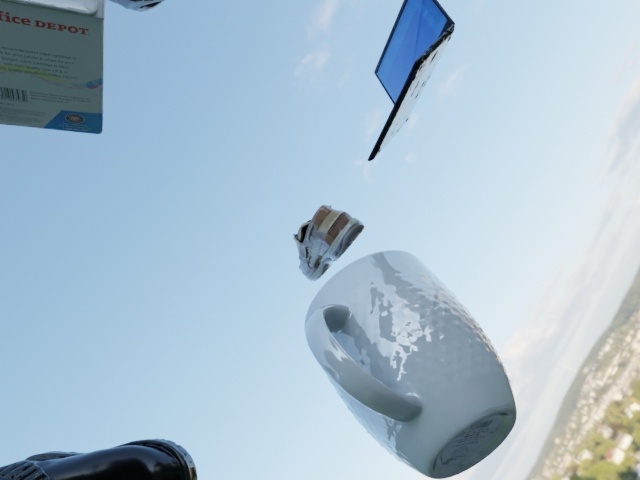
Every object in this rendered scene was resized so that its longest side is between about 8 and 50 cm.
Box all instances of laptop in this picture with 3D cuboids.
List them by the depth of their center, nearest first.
[{"bbox_3d":[0.139,-0.328,1.002,0.264,0.137,0.234,-50,-10,-37],"label":"laptop"}]

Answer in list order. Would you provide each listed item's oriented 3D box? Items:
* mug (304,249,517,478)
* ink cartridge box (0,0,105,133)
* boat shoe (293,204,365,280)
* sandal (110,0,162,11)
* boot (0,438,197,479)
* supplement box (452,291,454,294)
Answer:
[{"bbox_3d":[0.129,0.206,0.880,0.374,0.328,0.276,22,-68,-42],"label":"mug"},{"bbox_3d":[-0.209,-0.142,0.394,0.089,0.052,0.122,2,-30,-22],"label":"ink cartridge box"},{"bbox_3d":[0.000,0.000,1.229,0.123,0.116,0.324,-50,-1,-27],"label":"boat shoe"},{"bbox_3d":[-0.161,-0.359,0.640,0.446,0.168,0.106,-39,-62,-40],"label":"sandal"},{"bbox_3d":[-0.374,0.363,0.710,0.260,0.348,0.131,34,-134,-68],"label":"boot"},{"bbox_3d":[0.242,0.226,1.362,0.073,0.130,0.239,-96,27,-57],"label":"supplement box"}]
